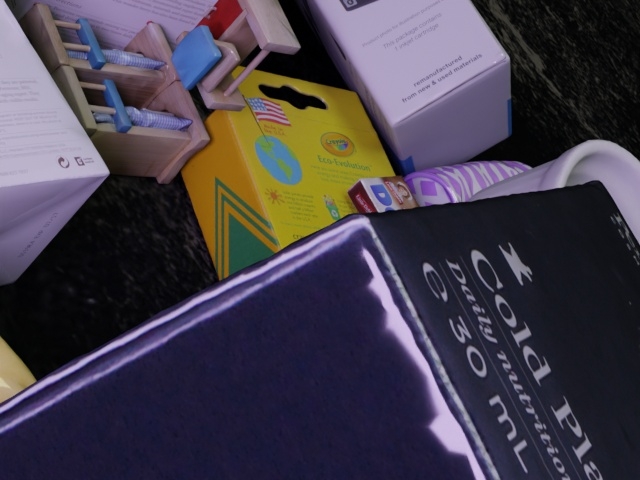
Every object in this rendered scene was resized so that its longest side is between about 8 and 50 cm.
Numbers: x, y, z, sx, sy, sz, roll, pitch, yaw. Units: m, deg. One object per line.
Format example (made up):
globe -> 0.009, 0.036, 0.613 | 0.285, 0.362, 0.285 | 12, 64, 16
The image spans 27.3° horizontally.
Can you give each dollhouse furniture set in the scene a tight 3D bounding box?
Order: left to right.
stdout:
dollhouse furniture set -> -0.139, -0.152, 1.041 | 0.129, 0.183, 0.129 | 1, 56, -48

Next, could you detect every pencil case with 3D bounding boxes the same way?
pencil case -> 0.155, -0.036, 1.342 | 0.088, 0.086, 0.206 | 30, 25, 30

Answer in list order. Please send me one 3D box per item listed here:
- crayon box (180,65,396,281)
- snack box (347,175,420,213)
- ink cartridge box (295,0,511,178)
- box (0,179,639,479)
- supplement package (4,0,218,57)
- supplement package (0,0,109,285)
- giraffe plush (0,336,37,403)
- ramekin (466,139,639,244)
crayon box -> 0.000, 0.000, 1.141 | 0.202, 0.081, 0.319 | 8, 51, -45
snack box -> 0.089, 0.024, 1.124 | 0.064, 0.022, 0.178 | -8, 64, -51
ink cartridge box -> 0.058, -0.230, 1.308 | 0.307, 0.129, 0.223 | 60, 1, 17
box -> 0.092, 0.244, 0.682 | 0.480, 0.297, 0.472 | 63, 20, 6
supplement package -> -0.131, -0.310, 1.110 | 0.177, 0.293, 0.175 | 11, 49, -43
supplement package -> -0.278, -0.095, 0.871 | 0.134, 0.139, 0.244 | -13, 65, -53
giraffe plush -> -0.267, 0.089, 0.695 | 0.181, 0.210, 0.170 | 28, 53, 25
ramekin -> 0.236, 0.055, 1.240 | 0.277, 0.135, 0.277 | 21, 62, -45
